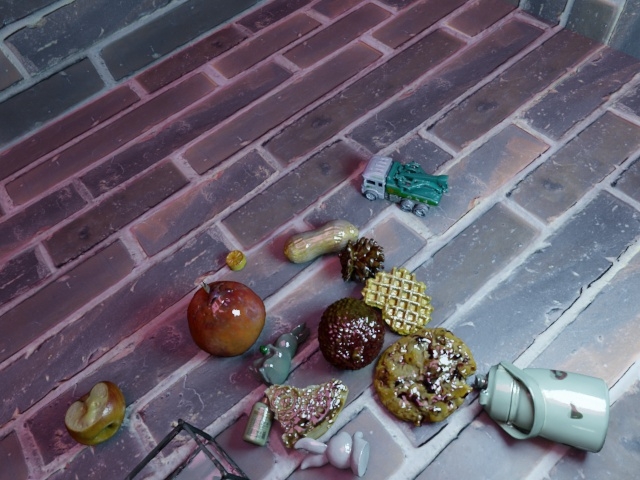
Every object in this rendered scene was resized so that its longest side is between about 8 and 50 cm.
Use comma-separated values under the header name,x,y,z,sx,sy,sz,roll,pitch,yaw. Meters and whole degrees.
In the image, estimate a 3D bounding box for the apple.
name,x,y,z,sx,sy,sz,roll,pitch,yaw
apple,-0.750,0.579,1.528,0.195,0.160,0.173,-40,64,-18

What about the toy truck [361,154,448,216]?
name,x,y,z,sx,sy,sz,roll,pitch,yaw
toy truck,0.348,-0.238,1.874,0.363,0.178,0.177,17,62,22

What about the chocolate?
name,x,y,z,sx,sy,sz,roll,pitch,yaw
chocolate,0.000,0.000,1.801,0.309,0.134,0.134,-17,56,0

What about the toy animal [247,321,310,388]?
name,x,y,z,sx,sy,sz,roll,pitch,yaw
toy animal,-0.133,0.391,1.595,0.125,0.127,0.251,17,47,32

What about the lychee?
name,x,y,z,sx,sy,sz,roll,pitch,yaw
lychee,0.100,0.306,1.532,0.235,0.236,0.271,-17,34,-2

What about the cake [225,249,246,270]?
name,x,y,z,sx,sy,sz,roll,pitch,yaw
cake,-0.344,0.081,1.853,0.084,0.044,0.084,-5,56,7

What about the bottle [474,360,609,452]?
name,x,y,z,sx,sy,sz,roll,pitch,yaw
bottle,0.637,0.474,1.346,0.351,0.229,0.229,10,59,21

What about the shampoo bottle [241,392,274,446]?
name,x,y,z,sx,sy,sz,roll,pitch,yaw
shampoo bottle,-0.196,0.580,1.487,0.079,0.079,0.162,9,59,14

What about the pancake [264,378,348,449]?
name,x,y,z,sx,sy,sz,roll,pitch,yaw
pancake,-0.063,0.536,1.488,0.244,0.057,0.266,31,64,11

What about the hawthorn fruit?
name,x,y,z,sx,sy,sz,roll,pitch,yaw
hawthorn fruit,-0.349,0.250,1.598,0.275,0.307,0.276,-12,46,13

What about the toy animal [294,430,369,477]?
name,x,y,z,sx,sy,sz,roll,pitch,yaw
toy animal,0.041,0.644,1.401,0.220,0.104,0.131,0,27,26

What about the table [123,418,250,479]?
name,x,y,z,sx,sy,sz,roll,pitch,yaw
table,-0.418,0.742,1.304,0.222,0.272,0.335,35,69,27

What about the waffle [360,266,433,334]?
name,x,y,z,sx,sy,sz,roll,pitch,yaw
waffle,0.277,0.222,1.625,0.248,0.056,0.253,-15,73,-12

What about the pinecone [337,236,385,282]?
name,x,y,z,sx,sy,sz,roll,pitch,yaw
pinecone,0.155,0.075,1.702,0.195,0.179,0.150,-22,54,-31

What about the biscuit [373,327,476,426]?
name,x,y,z,sx,sy,sz,roll,pitch,yaw
biscuit,0.335,0.431,1.471,0.334,0.081,0.289,-35,53,0
